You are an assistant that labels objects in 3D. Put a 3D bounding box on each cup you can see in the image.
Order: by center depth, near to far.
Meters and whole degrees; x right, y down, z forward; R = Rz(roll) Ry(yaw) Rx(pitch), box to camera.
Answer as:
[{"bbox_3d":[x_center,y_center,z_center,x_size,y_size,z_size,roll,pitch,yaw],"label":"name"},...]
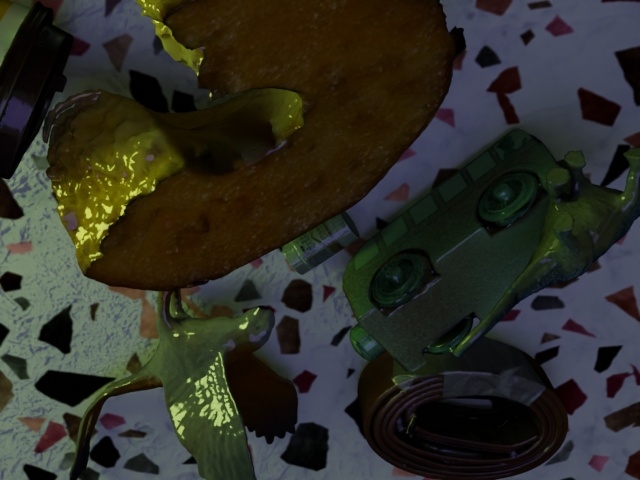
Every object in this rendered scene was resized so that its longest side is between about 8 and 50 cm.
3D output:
[{"bbox_3d":[-0.398,-0.184,1.261,0.280,0.196,0.196,23,116,-11],"label":"cup"}]

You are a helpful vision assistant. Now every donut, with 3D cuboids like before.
[{"bbox_3d":[-0.072,-0.150,1.273,0.378,0.163,0.435,-2,139,-37],"label":"donut"}]

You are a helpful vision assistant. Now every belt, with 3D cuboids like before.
[{"bbox_3d":[0.180,0.210,1.603,0.261,0.105,0.184,13,117,-13],"label":"belt"}]

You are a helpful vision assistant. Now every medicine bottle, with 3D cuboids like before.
[{"bbox_3d":[0.000,0.000,1.490,0.083,0.047,0.047,-33,119,13],"label":"medicine bottle"}]

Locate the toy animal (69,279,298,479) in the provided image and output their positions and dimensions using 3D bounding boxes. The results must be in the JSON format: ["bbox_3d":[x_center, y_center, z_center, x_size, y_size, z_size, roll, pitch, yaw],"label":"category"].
[{"bbox_3d":[-0.182,0.162,1.550,0.284,0.225,0.302,3,109,16],"label":"toy animal"}]

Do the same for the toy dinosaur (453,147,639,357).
[{"bbox_3d":[0.275,-0.011,1.338,0.363,0.076,0.147,-34,134,-18],"label":"toy dinosaur"}]

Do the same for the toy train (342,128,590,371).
[{"bbox_3d":[0.162,0.013,1.455,0.326,0.159,0.129,-38,120,11],"label":"toy train"}]
